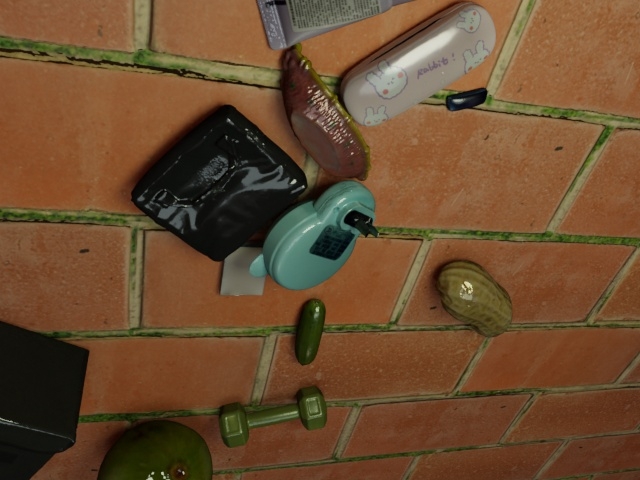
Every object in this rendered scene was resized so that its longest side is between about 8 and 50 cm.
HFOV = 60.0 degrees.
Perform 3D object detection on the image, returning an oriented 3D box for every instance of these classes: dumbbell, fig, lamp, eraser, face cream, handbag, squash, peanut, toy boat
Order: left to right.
[{"bbox_3d":[-0.460,0.641,1.493,0.316,0.316,0.316,-8,131,-10],"label":"fig"},{"bbox_3d":[-0.190,-0.105,1.065,0.275,0.088,0.244,-37,128,18],"label":"handbag"},{"bbox_3d":[-0.170,0.065,1.252,0.104,0.023,0.150,2,128,-17],"label":"eraser"},{"bbox_3d":[-0.132,0.497,1.568,0.302,0.121,0.108,-9,160,-9],"label":"dumbbell"},{"bbox_3d":[-0.030,0.249,1.418,0.066,0.066,0.252,-2,129,-15],"label":"squash"},{"bbox_3d":[-0.006,-0.009,1.148,0.284,0.147,0.209,-34,152,25],"label":"lamp"},{"bbox_3d":[0.011,-0.207,1.036,0.141,0.099,0.318,4,144,36],"label":"toy boat"},{"bbox_3d":[0.031,-0.404,0.888,0.274,0.096,0.154,-10,132,7],"label":"face cream"},{"bbox_3d":[0.405,0.162,1.431,0.153,0.140,0.325,-21,139,26],"label":"peanut"}]

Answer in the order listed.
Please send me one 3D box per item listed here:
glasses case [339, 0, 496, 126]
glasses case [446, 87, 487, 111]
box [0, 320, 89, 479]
[{"bbox_3d":[0.174,-0.315,1.002,0.297,0.075,0.113,-31,129,9],"label":"glasses case"},{"bbox_3d":[0.293,-0.278,1.102,0.083,0.023,0.033,-14,129,-4],"label":"glasses case"},{"bbox_3d":[-0.707,0.324,1.162,0.345,0.251,0.204,32,115,-33],"label":"box"}]
